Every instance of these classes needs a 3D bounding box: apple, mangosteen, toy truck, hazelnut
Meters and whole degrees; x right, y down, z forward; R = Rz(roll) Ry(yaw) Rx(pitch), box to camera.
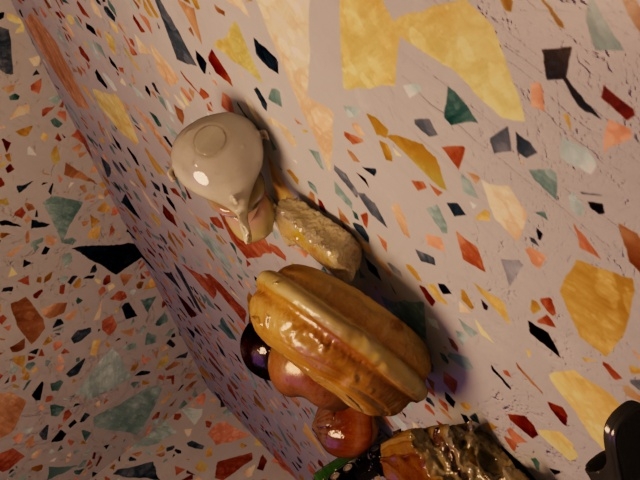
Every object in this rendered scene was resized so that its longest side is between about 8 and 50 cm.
[{"bbox_3d":[-0.004,0.306,2.237,0.260,0.194,0.261,17,177,1],"label":"apple"},{"bbox_3d":[-0.111,0.254,2.472,0.211,0.211,0.250,35,124,42],"label":"mangosteen"},{"bbox_3d":[0.100,0.627,2.526,0.101,0.242,0.125,62,172,-21],"label":"toy truck"},{"bbox_3d":[0.068,0.504,2.484,0.182,0.182,0.182,45,159,23],"label":"hazelnut"}]

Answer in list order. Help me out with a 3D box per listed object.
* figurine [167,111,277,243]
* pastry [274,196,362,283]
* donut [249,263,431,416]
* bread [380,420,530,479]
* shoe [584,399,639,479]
[{"bbox_3d":[-0.182,-0.091,2.005,0.394,0.226,0.275,69,-176,-60],"label":"figurine"},{"bbox_3d":[-0.004,-0.004,1.907,0.258,0.089,0.121,30,163,46],"label":"pastry"},{"bbox_3d":[0.035,0.205,1.915,0.448,0.198,0.449,36,171,7],"label":"donut"},{"bbox_3d":[0.310,0.516,1.909,0.370,0.191,0.314,-30,78,57],"label":"bread"},{"bbox_3d":[0.461,0.337,1.407,0.093,0.108,0.241,28,142,53],"label":"shoe"}]
